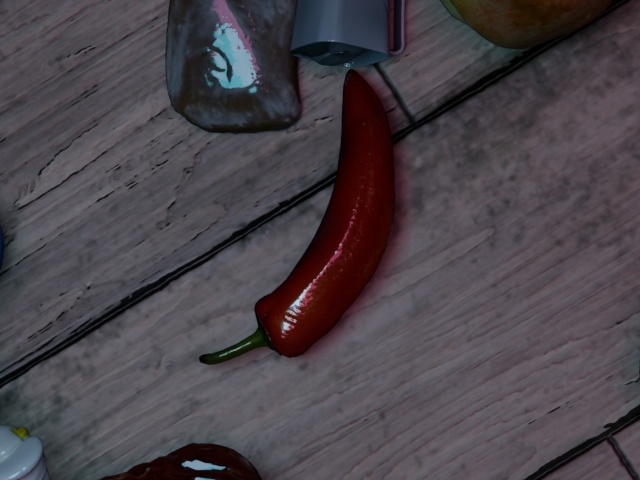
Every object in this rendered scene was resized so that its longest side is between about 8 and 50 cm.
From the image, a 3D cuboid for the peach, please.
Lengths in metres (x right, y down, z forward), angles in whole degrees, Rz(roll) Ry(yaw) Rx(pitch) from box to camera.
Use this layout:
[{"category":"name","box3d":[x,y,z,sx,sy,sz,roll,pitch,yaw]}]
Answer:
[{"category":"peach","box3d":[0.233,-0.329,1.798,0.256,0.232,0.232,-40,82,7]}]

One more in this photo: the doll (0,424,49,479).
[{"category":"doll","box3d":[-0.421,0.165,1.801,0.099,0.188,0.384,-39,62,-24]}]

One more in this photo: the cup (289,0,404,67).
[{"category":"cup","box3d":[0.039,-0.256,1.876,0.128,0.095,0.130,9,82,-30]}]

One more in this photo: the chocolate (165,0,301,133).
[{"category":"chocolate","box3d":[-0.101,-0.249,1.894,0.156,0.080,0.254,0,85,6]}]

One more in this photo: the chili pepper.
[{"category":"chili pepper","box3d":[0.008,-0.002,1.869,0.137,0.092,0.368,23,80,26]}]

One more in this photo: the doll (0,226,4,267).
[{"category":"doll","box3d":[-0.445,-0.044,1.876,0.215,0.161,0.257,-22,79,-22]}]

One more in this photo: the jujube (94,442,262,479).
[{"category":"jujube","box3d":[-0.209,0.341,1.802,0.342,0.216,0.216,-28,83,-3]}]
